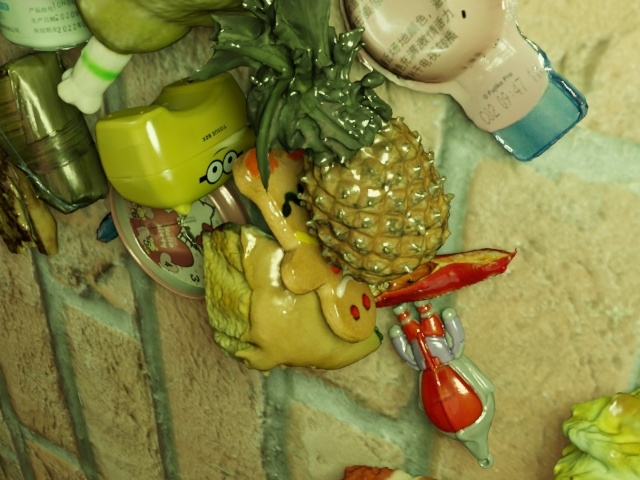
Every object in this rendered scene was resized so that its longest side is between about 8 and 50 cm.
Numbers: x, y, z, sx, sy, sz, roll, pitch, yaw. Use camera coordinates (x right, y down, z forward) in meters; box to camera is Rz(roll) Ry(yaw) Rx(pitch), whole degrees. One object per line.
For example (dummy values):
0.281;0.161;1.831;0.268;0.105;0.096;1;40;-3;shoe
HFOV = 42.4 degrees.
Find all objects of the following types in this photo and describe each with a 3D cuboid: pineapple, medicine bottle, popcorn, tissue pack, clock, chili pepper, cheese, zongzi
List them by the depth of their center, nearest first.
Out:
0.120;-0.195;0.759;0.286;0.074;0.189;45;137;2;cheese
0.001;-0.115;0.783;0.166;0.165;0.364;0;141;37;pineapple
0.345;0.244;0.820;0.221;0.204;0.183;-13;112;26;popcorn
0.117;0.042;0.955;0.268;0.059;0.050;-15;148;40;chili pepper
-0.162;-0.111;0.958;0.123;0.178;0.127;4;120;38;tissue pack
-0.323;-0.323;0.964;0.135;0.135;0.168;20;130;25;medicine bottle
-0.190;-0.025;1.131;0.245;0.056;0.244;19;129;26;clock
-0.419;-0.138;1.179;0.242;0.112;0.220;-8;106;45;zongzi

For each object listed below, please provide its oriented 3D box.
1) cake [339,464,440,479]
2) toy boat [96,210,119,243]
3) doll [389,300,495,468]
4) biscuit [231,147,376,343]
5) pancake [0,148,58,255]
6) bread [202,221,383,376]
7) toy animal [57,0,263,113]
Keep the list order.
0.137;0.500;1.107;0.320;0.270;0.269;4;122;33;cake
-0.310;-0.024;1.239;0.083;0.038;0.038;-39;93;29;toy boat
0.156;0.174;0.995;0.102;0.075;0.227;-26;93;35;doll
0.001;0.000;0.928;0.036;0.165;0.250;-23;96;33;biscuit
-0.493;-0.074;1.328;0.212;0.056;0.257;44;144;13;pancake
-0.060;0.098;1.006;0.251;0.133;0.174;47;156;-28;bread
-0.165;-0.277;0.857;0.363;0.180;0.181;-17;102;50;toy animal
